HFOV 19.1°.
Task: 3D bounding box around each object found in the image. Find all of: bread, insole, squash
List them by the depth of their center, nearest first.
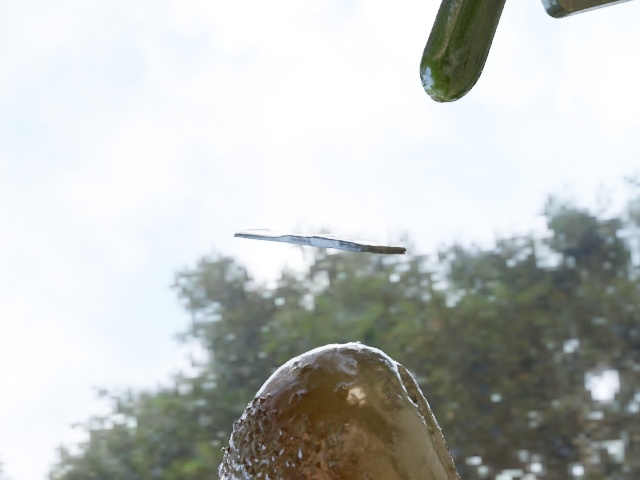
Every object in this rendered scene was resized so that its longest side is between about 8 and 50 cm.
[{"bbox_3d":[0.017,0.225,1.345,0.159,0.305,0.305,-16,-83,-12],"label":"bread"},{"bbox_3d":[0.000,0.000,1.509,0.063,0.192,0.010,4,-88,-39],"label":"insole"},{"bbox_3d":[0.153,-0.244,1.887,0.066,0.066,0.229,25,-101,-43],"label":"squash"}]

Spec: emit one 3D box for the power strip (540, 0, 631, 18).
[{"bbox_3d":[0.206,-0.206,1.366,0.169,0.028,0.076,-20,-95,-44],"label":"power strip"}]
